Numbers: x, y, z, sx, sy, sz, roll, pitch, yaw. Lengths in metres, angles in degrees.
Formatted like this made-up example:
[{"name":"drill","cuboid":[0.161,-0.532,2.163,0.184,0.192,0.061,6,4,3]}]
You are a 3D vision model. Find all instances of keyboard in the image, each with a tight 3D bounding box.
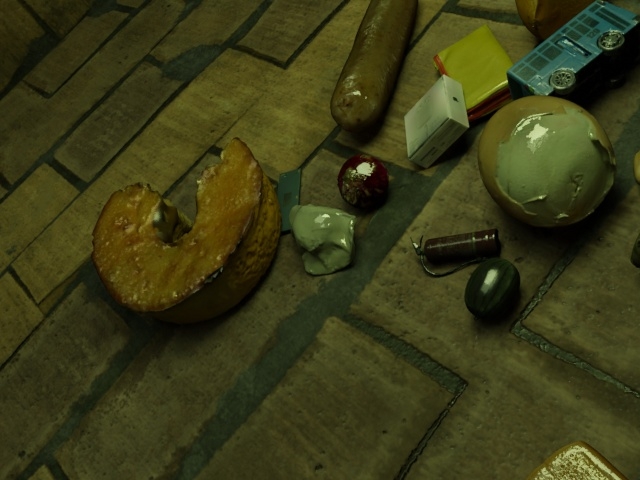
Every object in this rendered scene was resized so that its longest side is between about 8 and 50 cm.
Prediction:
[{"name":"keyboard","cuboid":[-0.070,-0.086,1.549,0.055,0.014,0.176,-17,47,22]}]

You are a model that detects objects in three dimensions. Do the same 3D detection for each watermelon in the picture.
[{"name":"watermelon","cuboid":[0.272,0.078,1.133,0.078,0.078,0.111,16,66,42]}]

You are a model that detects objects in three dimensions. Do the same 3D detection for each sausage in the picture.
[{"name":"sausage","cuboid":[0.130,-0.435,1.620,0.123,0.136,0.501,11,57,14]}]

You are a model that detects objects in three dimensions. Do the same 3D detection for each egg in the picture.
[{"name":"egg","cuboid":[0.357,-0.136,1.166,0.201,0.201,0.244,-33,31,7]}]

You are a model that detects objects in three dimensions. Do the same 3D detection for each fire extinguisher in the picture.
[{"name":"fire extinguisher","cuboid":[0.231,0.019,1.236,0.157,0.045,0.078,-9,72,27]}]

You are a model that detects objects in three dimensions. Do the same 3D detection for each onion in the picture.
[{"name":"onion","cuboid":[0.085,-0.117,1.416,0.107,0.097,0.107,1,93,22]}]

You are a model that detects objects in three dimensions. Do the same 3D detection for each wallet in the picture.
[{"name":"wallet","cuboid":[0.324,-0.341,1.465,0.141,0.067,0.241,-30,39,17]}]

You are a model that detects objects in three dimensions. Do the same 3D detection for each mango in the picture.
[{"name":"mango","cuboid":[0.451,-0.520,1.379,0.187,0.257,0.138,-36,43,4]}]

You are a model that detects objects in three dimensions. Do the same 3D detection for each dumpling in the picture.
[{"name":"dumpling","cuboid":[-0.001,0.000,1.388,0.169,0.100,0.134,11,99,21]}]

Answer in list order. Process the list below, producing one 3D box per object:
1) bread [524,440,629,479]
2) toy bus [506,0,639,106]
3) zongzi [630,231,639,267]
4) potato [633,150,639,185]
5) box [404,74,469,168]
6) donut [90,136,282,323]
[{"name":"bread","cuboid":[0.345,0.342,0.859,0.116,0.077,0.200,-42,41,-1]},{"name":"toy bus","cuboid":[0.465,-0.322,1.296,0.234,0.116,0.133,-39,52,-1]},{"name":"zongzi","cuboid":[0.566,-0.007,1.015,0.189,0.081,0.178,22,55,36]},{"name":"potato","cuboid":[0.529,-0.115,1.130,0.068,0.062,0.083,-2,61,-5]},{"name":"box","cuboid":[0.225,-0.234,1.403,0.130,0.051,0.129,-45,32,41]},{"name":"donut","cuboid":[-0.275,0.008,1.502,0.435,0.163,0.378,-14,54,25]}]
